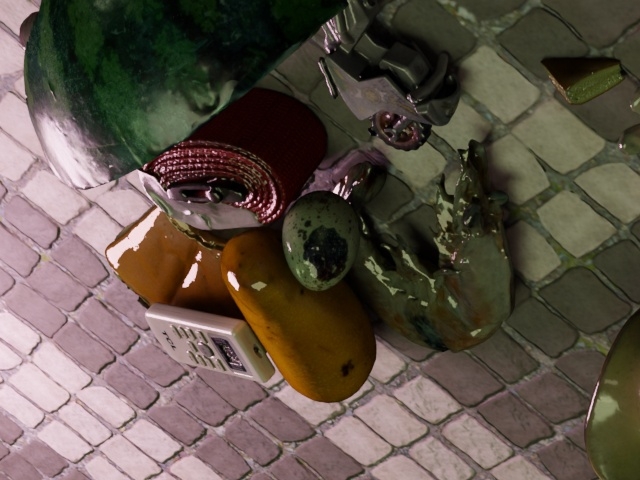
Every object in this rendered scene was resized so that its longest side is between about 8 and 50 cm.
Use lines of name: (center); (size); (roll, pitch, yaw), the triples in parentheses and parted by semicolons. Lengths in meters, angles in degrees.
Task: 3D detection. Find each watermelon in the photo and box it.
watermelon: (-0.175, -0.217, 1.896); (0.222, 0.292, 0.319); (57, 169, -12)

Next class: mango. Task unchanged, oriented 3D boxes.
mango: (-0.023, 0.076, 2.196); (0.177, 0.120, 0.295); (50, 172, 40)

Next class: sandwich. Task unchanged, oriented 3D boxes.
sandwich: (-0.124, 0.049, 2.321); (0.245, 0.063, 0.212); (40, 143, -10)
sandwich: (0.244, -0.151, 1.841); (0.083, 0.044, 0.031); (3, 139, 37)

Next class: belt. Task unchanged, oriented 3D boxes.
belt: (-0.102, -0.083, 2.106); (0.201, 0.124, 0.128); (-2, 129, 38)

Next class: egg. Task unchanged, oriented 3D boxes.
egg: (0.000, 0.000, 2.073); (0.085, 0.110, 0.085); (7, 159, 3)

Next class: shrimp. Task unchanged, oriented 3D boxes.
shrimp: (0.110, -0.001, 2.091); (0.247, 0.085, 0.360); (33, 148, 12)

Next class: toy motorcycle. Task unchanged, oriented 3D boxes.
toy motorcycle: (0.061, -0.180, 1.915); (0.122, 0.080, 0.215); (-10, 121, 42)

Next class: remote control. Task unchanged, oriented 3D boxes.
remote control: (-0.136, 0.120, 2.299); (0.190, 0.029, 0.087); (10, 138, 48)

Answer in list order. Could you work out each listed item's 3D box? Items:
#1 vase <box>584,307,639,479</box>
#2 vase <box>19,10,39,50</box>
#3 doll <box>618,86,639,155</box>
vase: (0.409, 0.108, 1.901); (0.302, 0.241, 0.329); (3, 107, 53)
vase: (-0.254, -0.252, 2.067); (0.086, 0.086, 0.214); (44, 147, -15)
doll: (0.413, -0.067, 1.762); (0.275, 0.113, 0.155); (27, 125, 17)
